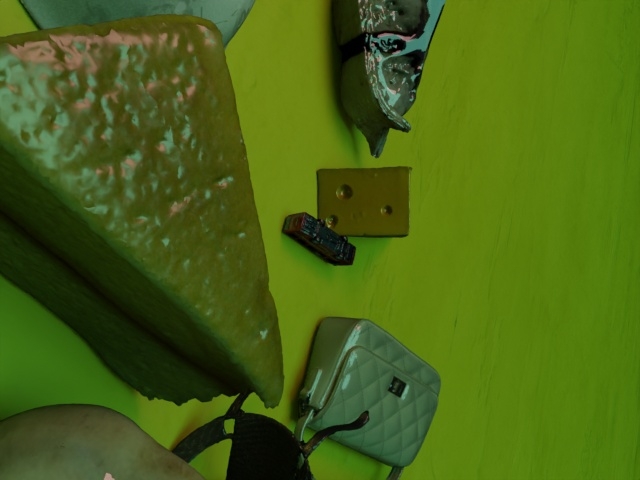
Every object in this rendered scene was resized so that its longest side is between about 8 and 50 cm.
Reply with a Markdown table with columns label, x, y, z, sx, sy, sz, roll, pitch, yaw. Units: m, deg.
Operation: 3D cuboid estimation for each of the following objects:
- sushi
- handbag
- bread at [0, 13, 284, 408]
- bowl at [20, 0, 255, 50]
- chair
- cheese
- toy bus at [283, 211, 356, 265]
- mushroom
| label | x | y | z | sx | sy | sz | roll | pitch | yaw |
| --- | --- | --- | --- | --- | --- | --- | --- | --- | --- |
| sushi | 0.068 | -0.256 | 1.055 | 0.109 | 0.134 | 0.272 | 13 | 93 | -37 |
| handbag | 0.061 | 0.238 | 1.040 | 0.256 | 0.079 | 0.219 | 37 | 64 | -42 |
| bread | -0.183 | 0.025 | 0.617 | 0.245 | 0.233 | 0.361 | -32 | 113 | -47 |
| bowl | -0.142 | -0.312 | 0.756 | 0.313 | 0.146 | 0.313 | 6 | 82 | -51 |
| chair | -0.069 | 0.251 | 0.804 | 0.213 | 0.174 | 0.149 | -11 | 115 | -55 |
| cheese | 0.083 | -0.050 | 1.089 | 0.171 | 0.126 | 0.093 | -1 | 90 | -72 |
| toy bus | 0.000 | 0.000 | 0.998 | 0.110 | 0.043 | 0.031 | 36 | 58 | -43 |
| mushroom | -0.184 | 0.260 | 0.629 | 0.234 | 0.254 | 0.260 | 25 | 68 | -88 |
